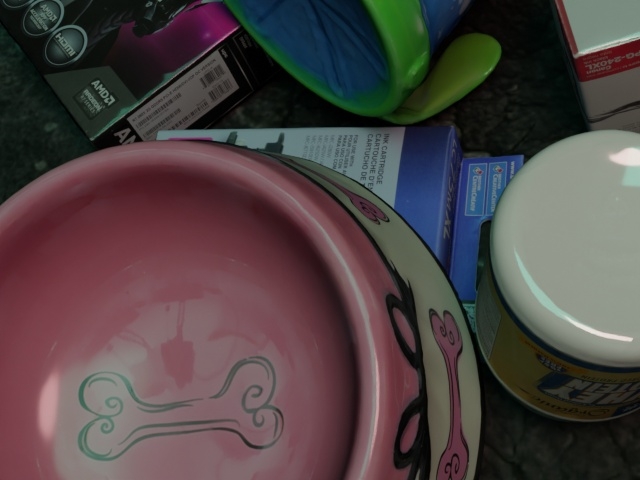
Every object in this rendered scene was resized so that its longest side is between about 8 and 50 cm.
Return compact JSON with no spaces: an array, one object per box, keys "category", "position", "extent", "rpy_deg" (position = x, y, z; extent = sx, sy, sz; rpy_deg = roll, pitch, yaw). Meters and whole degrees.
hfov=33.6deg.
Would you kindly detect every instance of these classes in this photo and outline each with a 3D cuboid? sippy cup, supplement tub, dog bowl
[{"category":"sippy cup","position":[0.049,-0.251,0.794],"extent":[0.240,0.305,0.224],"rpy_deg":[42,76,13]},{"category":"supplement tub","position":[0.174,0.035,0.682],"extent":[0.144,0.200,0.144],"rpy_deg":[-2,67,4]},{"category":"dog bowl","position":[-0.101,0.112,0.722],"extent":[0.407,0.150,0.408],"rpy_deg":[-4,76,17]}]

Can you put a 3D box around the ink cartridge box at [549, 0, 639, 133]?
[{"category":"ink cartridge box","position":[0.216,-0.148,0.801],"extent":[0.063,0.150,0.109],"rpy_deg":[-17,61,13]}]

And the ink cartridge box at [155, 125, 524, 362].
[{"category":"ink cartridge box","position":[0.000,0.000,0.845],"extent":[0.311,0.065,0.186],"rpy_deg":[2,66,16]}]

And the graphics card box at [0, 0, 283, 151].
[{"category":"graphics card box","position":[-0.101,-0.249,0.979],"extent":[0.371,0.094,0.233],"rpy_deg":[-38,61,-3]}]
